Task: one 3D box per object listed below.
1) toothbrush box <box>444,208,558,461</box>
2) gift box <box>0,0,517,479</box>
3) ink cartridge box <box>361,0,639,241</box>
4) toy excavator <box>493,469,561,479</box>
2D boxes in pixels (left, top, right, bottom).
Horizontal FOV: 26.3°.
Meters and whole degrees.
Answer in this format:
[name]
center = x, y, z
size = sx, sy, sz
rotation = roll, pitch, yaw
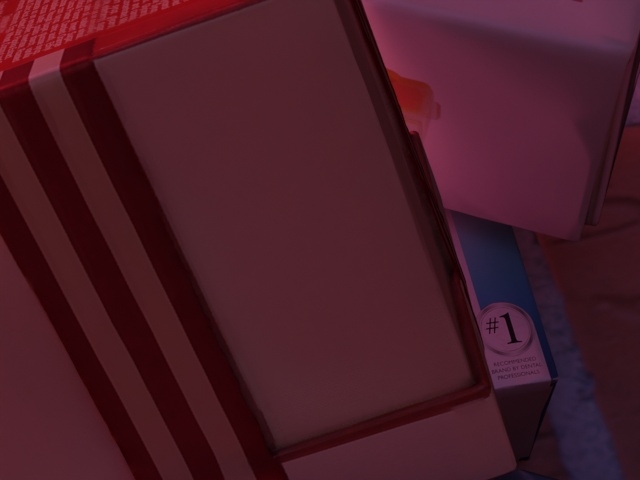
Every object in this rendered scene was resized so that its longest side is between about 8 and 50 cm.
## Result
[toothbrush box]
center = 0.000, 0.000, 0.857
size = 0.216, 0.126, 0.296
rotation = -8, 59, -6
[gift box]
center = -0.081, -0.003, 0.609
size = 0.276, 0.258, 0.255
rotation = -17, 30, 12
[ink cartridge box]
center = 0.012, -0.194, 0.808
size = 0.384, 0.160, 0.279
rotation = 15, 56, 10
[toy excavator]
center = -0.043, 0.278, 0.524
size = 0.445, 0.222, 0.433
rotation = 16, 70, -2
